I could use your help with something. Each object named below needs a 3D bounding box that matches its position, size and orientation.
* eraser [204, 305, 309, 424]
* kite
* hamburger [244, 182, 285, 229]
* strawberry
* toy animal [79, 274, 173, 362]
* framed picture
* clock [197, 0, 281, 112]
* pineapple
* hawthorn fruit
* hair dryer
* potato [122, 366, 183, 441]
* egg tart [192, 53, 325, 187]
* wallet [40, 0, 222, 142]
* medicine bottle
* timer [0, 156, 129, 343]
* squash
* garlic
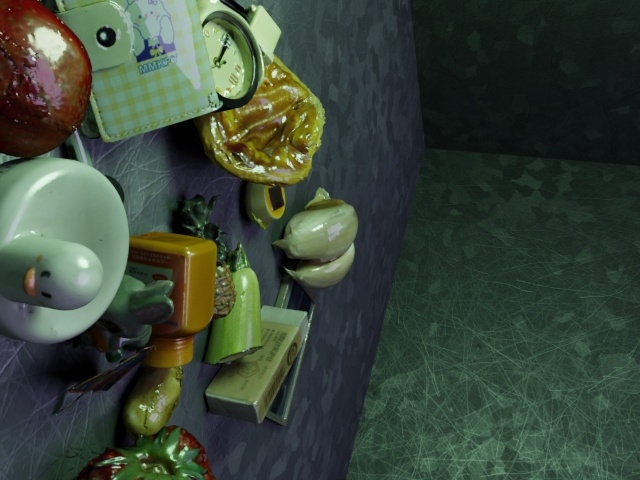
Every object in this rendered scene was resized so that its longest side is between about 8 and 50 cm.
[{"bbox_3d":[-0.151,0.302,1.532,0.343,0.144,0.078,-57,148,-50],"label":"eraser"},{"bbox_3d":[-0.342,0.216,0.952,0.183,0.014,0.241,-36,174,-8],"label":"kite"},{"bbox_3d":[-0.142,-0.098,1.495,0.127,0.081,0.141,-61,140,-53],"label":"hamburger"},{"bbox_3d":[-0.296,0.471,1.023,0.250,0.238,0.289,3,121,-37],"label":"strawberry"},{"bbox_3d":[-0.293,0.100,0.899,0.125,0.251,0.127,-29,88,-35],"label":"toy animal"},{"bbox_3d":[-0.104,0.329,1.865,0.326,0.028,0.447,60,41,-62],"label":"framed picture"},{"bbox_3d":[-0.221,-0.393,0.993,0.379,0.120,0.277,49,51,-46],"label":"clock"},{"bbox_3d":[-0.237,0.033,1.211,0.128,0.128,0.248,-36,127,-65],"label":"pineapple"},{"bbox_3d":[-0.365,-0.198,0.660,0.235,0.181,0.181,39,60,-57],"label":"hawthorn fruit"},{"bbox_3d":[-0.361,-0.121,0.893,0.100,0.056,0.198,-49,134,-59],"label":"hair dryer"},{"bbox_3d":[-0.313,0.300,1.148,0.170,0.079,0.107,-62,141,-43],"label":"potato"},{"bbox_3d":[-0.151,-0.258,1.244,0.339,0.153,0.352,31,50,-36],"label":"egg tart"},{"bbox_3d":[-0.265,-0.305,0.839,0.223,0.077,0.310,-28,129,-28],"label":"wallet"},{"bbox_3d":[-0.272,0.104,1.072,0.112,0.149,0.222,-22,118,-68],"label":"medicine bottle"},{"bbox_3d":[-0.323,0.014,0.740,0.233,0.240,0.234,8,90,-70],"label":"timer"},{"bbox_3d":[-0.181,0.154,1.414,0.137,0.137,0.288,39,59,-69],"label":"squash"},{"bbox_3d":[0.000,0.000,1.798,0.286,0.249,0.313,-60,-175,28],"label":"garlic"}]
